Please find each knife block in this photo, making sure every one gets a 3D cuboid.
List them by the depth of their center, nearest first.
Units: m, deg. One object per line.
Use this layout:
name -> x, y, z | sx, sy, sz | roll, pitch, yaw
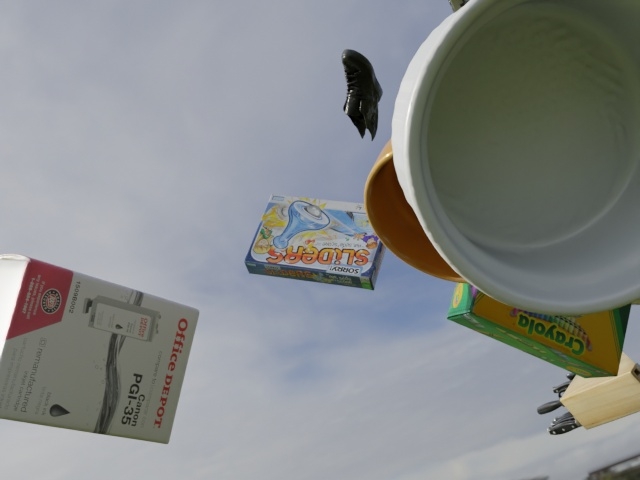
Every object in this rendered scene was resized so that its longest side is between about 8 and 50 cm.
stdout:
knife block -> 0.569, 0.338, 1.771 | 0.242, 0.088, 0.275 | -43, -1, 8

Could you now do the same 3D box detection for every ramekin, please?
ramekin -> 0.191, -0.088, 0.706 | 0.277, 0.277, 0.135 | -19, 14, -4

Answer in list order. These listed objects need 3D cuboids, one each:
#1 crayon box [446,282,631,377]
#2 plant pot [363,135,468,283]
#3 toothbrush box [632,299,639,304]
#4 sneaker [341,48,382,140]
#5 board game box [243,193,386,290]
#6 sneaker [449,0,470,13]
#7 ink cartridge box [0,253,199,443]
crayon box -> 0.350, 0.092, 1.330 | 0.278, 0.165, 0.081 | 23, -19, -16
plant pot -> 0.174, -0.087, 0.966 | 0.205, 0.188, 0.205 | 14, -42, 13
toothbrush box -> 0.592, -0.026, 1.691 | 0.216, 0.295, 0.126 | 1, -22, -42
sneaker -> 0.071, -0.267, 1.563 | 0.051, 0.089, 0.170 | 14, -21, 33
board game box -> 0.000, 0.000, 1.282 | 0.201, 0.136, 0.035 | 6, -36, 19
sneaker -> 0.301, -0.508, 1.634 | 0.124, 0.107, 0.283 | 11, 1, 27
ink cartridge box -> -0.326, 0.155, 1.169 | 0.117, 0.207, 0.283 | 0, -17, 46
